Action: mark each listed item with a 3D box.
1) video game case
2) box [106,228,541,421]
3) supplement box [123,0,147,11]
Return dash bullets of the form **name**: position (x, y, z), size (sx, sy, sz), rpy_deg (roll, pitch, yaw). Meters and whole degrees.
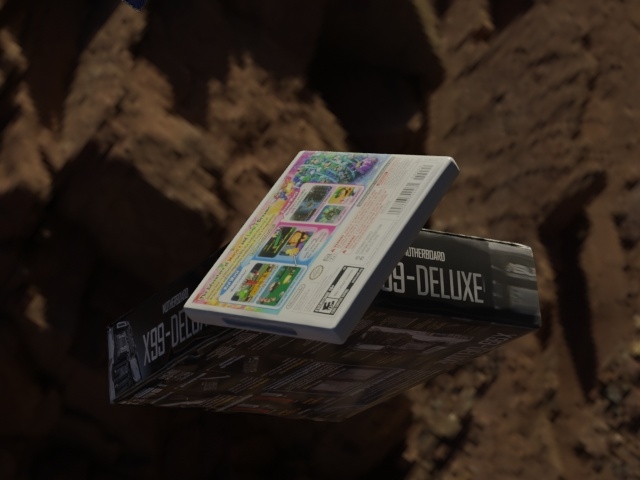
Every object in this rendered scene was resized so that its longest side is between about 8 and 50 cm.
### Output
- **video game case**: position (0.000, 0.000, 1.090), size (0.143, 0.019, 0.157), rpy_deg (5, 50, 44)
- **box**: position (-0.005, 0.073, 1.356), size (0.307, 0.242, 0.076), rpy_deg (-33, 56, 52)
- **supplement box**: position (-0.143, -0.427, 1.488), size (0.356, 0.194, 0.195), rpy_deg (-52, 17, 20)
